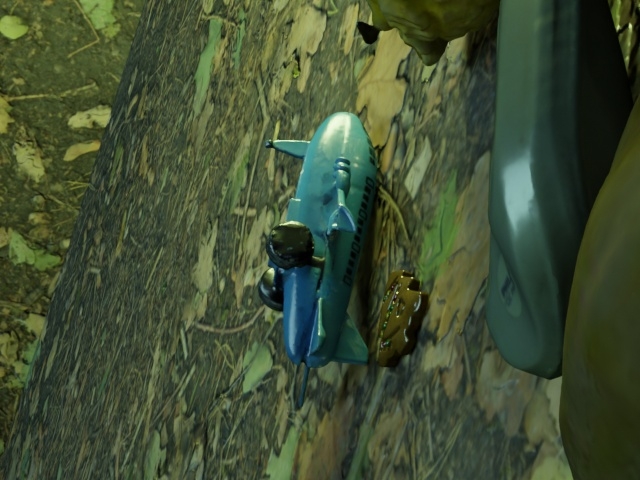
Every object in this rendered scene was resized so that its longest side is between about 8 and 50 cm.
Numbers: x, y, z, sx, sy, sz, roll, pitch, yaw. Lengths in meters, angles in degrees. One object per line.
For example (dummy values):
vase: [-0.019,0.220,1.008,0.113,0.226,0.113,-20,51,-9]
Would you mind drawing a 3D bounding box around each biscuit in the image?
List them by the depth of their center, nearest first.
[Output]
biscuit: [0.064,0.056,1.284,0.092,0.016,0.082,-98,27,-47]

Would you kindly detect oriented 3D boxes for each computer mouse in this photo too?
computer mouse: [0.150,-0.072,0.979,0.197,0.095,0.330,90,-175,-57]

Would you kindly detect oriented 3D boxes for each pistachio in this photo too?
pistachio: [0.189,0.057,0.666,0.212,0.163,0.260,-126,33,-50]

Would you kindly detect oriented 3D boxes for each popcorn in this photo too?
popcorn: [0.086,-0.234,1.247,0.170,0.180,0.180,-33,37,24]

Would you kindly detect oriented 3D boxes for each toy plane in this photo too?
toy plane: [0.000,0.000,1.394,0.254,0.105,0.271,105,166,-60]
